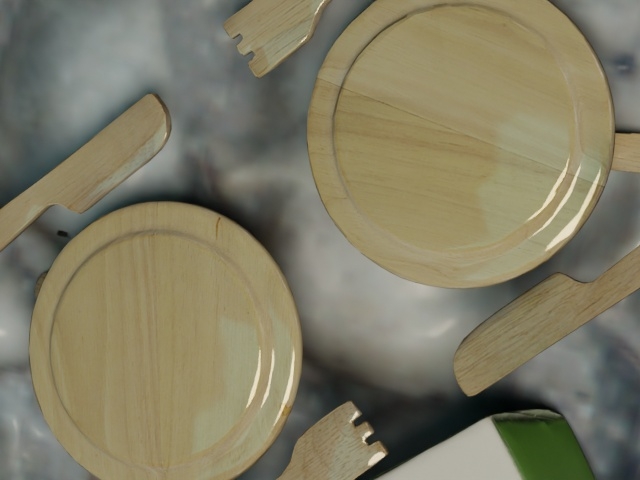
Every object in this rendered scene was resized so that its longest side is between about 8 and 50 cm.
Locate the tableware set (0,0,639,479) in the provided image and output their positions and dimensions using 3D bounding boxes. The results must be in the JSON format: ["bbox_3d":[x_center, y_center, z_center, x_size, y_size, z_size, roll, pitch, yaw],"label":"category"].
[{"bbox_3d":[0.000,0.000,0.572,0.194,0.039,0.128,-35,79,15],"label":"tableware set"}]

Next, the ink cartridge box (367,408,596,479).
[{"bbox_3d":[0.057,0.164,0.553,0.109,0.062,0.209,-31,72,21],"label":"ink cartridge box"}]
